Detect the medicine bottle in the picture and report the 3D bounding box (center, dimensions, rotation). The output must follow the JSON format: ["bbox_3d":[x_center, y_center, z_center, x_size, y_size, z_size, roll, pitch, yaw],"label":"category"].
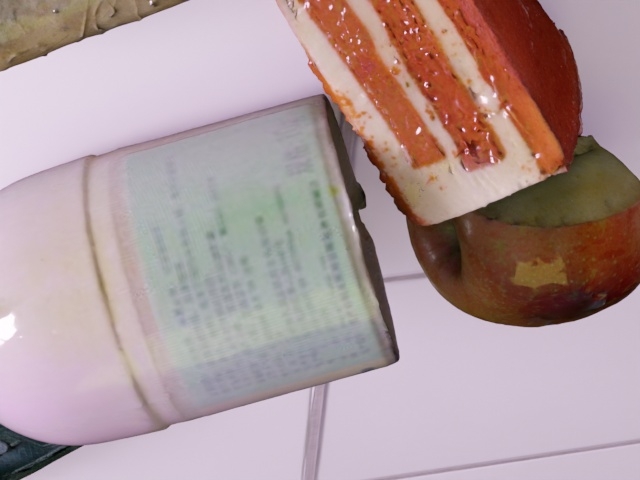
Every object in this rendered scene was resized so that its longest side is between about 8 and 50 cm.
[{"bbox_3d":[-0.156,0.042,1.442,0.406,0.236,0.236,-16,149,4],"label":"medicine bottle"}]

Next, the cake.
[{"bbox_3d":[0.079,-0.125,1.329,0.158,0.160,0.262,-26,145,27],"label":"cake"}]

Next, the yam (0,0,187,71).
[{"bbox_3d":[-0.136,-0.188,1.228,0.371,0.083,0.083,-18,149,6],"label":"yam"}]

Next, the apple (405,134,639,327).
[{"bbox_3d":[0.186,-0.006,1.547,0.188,0.174,0.207,-24,-163,-16],"label":"apple"}]

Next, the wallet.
[{"bbox_3d":[-0.354,0.207,1.826,0.236,0.055,0.160,-32,137,30],"label":"wallet"}]
